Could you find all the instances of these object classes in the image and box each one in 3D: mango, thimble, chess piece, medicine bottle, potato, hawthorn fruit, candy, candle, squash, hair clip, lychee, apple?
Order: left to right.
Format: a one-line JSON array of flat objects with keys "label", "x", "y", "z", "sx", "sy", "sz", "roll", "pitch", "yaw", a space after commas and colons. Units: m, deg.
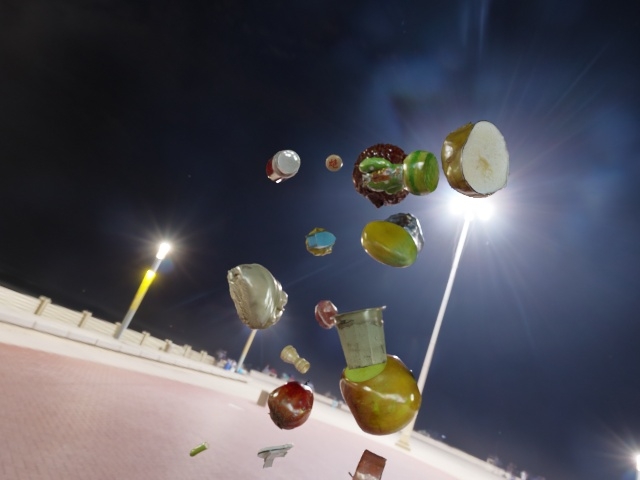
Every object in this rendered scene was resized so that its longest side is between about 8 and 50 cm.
[{"label": "squash", "x": -0.453, "y": 0.778, "z": 1.560, "sx": 0.027, "sy": 0.083, "sz": 0.027, "roll": 56, "pitch": 10, "yaw": -16}, {"label": "hair clip", "x": -0.206, "y": 0.930, "z": 1.821, "sx": 0.140, "sy": 0.054, "sz": 0.220, "roll": 6, "pitch": -42, "yaw": -17}, {"label": "medicine bottle", "x": -0.180, "y": -0.357, "z": 2.013, "sx": 0.131, "sy": 0.131, "sz": 0.250, "roll": 28, "pitch": -9, "yaw": -16}, {"label": "chess piece", "x": -0.102, "y": 0.486, "z": 1.703, "sx": 0.122, "sy": 0.066, "sz": 0.066, "roll": 32, "pitch": -10, "yaw": 35}, {"label": "hawthorn fruit", "x": -0.100, "y": 0.641, "z": 1.687, "sx": 0.181, "sy": 0.235, "sz": 0.181, "roll": 24, "pitch": -49, "yaw": 30}, {"label": "chess piece", "x": 0.068, "y": -0.394, "z": 2.132, "sx": 0.083, "sy": 0.084, "sz": 0.038, "roll": 26, "pitch": 23, "yaw": -11}, {"label": "candle", "x": 0.172, "y": 0.947, "z": 1.659, "sx": 0.131, "sy": 0.317, "sz": 0.287, "roll": 20, "pitch": 24, "yaw": 18}, {"label": "candy", "x": 0.240, "y": -0.260, "z": 1.683, "sx": 0.182, "sy": 0.053, "sz": 0.046, "roll": -15, "pitch": -35, "yaw": 31}, {"label": "apple", "x": 0.284, "y": 0.707, "z": 1.984, "sx": 0.374, "sy": 0.374, "sz": 0.384, "roll": 41, "pitch": 17, "yaw": -43}, {"label": "lychee", "x": 0.311, "y": -0.316, "z": 2.077, "sx": 0.305, "sy": 0.331, "sz": 0.306, "roll": 17, "pitch": -8, "yaw": 2}, {"label": "mango", "x": 0.194, "y": 0.011, "z": 1.170, "sx": 0.195, "sy": 0.130, "sz": 0.092, "roll": -126, "pitch": -155, "yaw": -54}, {"label": "thimble", "x": 0.373, "y": -0.014, "z": 2.035, "sx": 0.205, "sy": 0.236, "sz": 0.172, "roll": -101, "pitch": 166, "yaw": -63}, {"label": "potato", "x": 0.546, "y": -0.272, "z": 1.556, "sx": 0.246, "sy": 0.300, "sz": 0.196, "roll": 35, "pitch": -26, "yaw": -16}]

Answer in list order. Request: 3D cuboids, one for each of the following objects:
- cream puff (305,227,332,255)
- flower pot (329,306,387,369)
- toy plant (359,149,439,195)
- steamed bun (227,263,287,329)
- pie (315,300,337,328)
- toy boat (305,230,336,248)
[{"label": "cream puff", "x": -0.004, "y": 0.011, "z": 2.034, "sx": 0.146, "sy": 0.146, "sz": 0.116, "roll": 24, "pitch": -12, "yaw": -4}, {"label": "flower pot", "x": 0.156, "y": 0.355, "z": 1.529, "sx": 0.212, "sy": 0.203, "sz": 0.212, "roll": -11, "pitch": -17, "yaw": -3}, {"label": "toy plant", "x": 0.331, "y": -0.278, "z": 1.793, "sx": 0.315, "sy": 0.185, "sz": 0.224, "roll": 4, "pitch": -28, "yaw": 37}, {"label": "steamed bun", "x": -0.285, "y": 0.250, "z": 1.987, "sx": 0.309, "sy": 0.219, "sz": 0.324, "roll": -13, "pitch": -83, "yaw": 60}, {"label": "pie", "x": 0.032, "y": 0.373, "z": 2.138, "sx": 0.038, "sy": 0.154, "sz": 0.153, "roll": -24, "pitch": -47, "yaw": 39}, {"label": "toy boat", "x": 0.000, "y": 0.000, "z": 1.879, "sx": 0.077, "sy": 0.075, "sz": 0.185, "roll": -14, "pitch": -3, "yaw": 37}]
